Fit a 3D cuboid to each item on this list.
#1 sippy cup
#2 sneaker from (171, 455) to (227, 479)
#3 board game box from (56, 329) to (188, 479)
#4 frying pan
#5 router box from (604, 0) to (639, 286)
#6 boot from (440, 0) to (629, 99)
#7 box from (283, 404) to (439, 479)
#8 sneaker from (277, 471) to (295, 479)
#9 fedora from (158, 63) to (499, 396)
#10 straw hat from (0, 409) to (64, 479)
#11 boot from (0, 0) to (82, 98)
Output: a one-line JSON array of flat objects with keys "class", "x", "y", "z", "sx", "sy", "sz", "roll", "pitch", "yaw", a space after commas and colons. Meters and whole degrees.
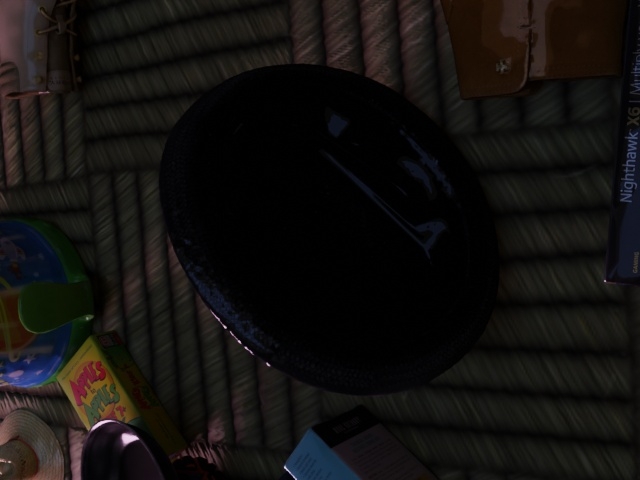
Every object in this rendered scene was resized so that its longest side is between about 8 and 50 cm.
[{"class": "sippy cup", "x": -0.453, "y": 0.091, "z": 1.115, "sx": 0.305, "sy": 0.224, "sz": 0.240, "roll": -47, "pitch": 69, "yaw": 27}, {"class": "sneaker", "x": -0.115, "y": 0.358, "z": 1.015, "sx": 0.221, "sy": 0.083, "sz": 0.087, "roll": 54, "pitch": 128, "yaw": 27}, {"class": "board game box", "x": -0.252, "y": 0.214, "z": 1.102, "sx": 0.092, "sy": 0.043, "sz": 0.181, "roll": -47, "pitch": 70, "yaw": 27}, {"class": "frying pan", "x": -0.245, "y": 0.342, "z": 1.052, "sx": 0.197, "sy": 0.053, "sz": 0.326, "roll": 54, "pitch": 131, "yaw": 25}, {"class": "router box", "x": 0.357, "y": -0.105, "z": 0.657, "sx": 0.243, "sy": 0.081, "sz": 0.308, "roll": 8, "pitch": 99, "yaw": 32}, {"class": "boot", "x": 0.125, "y": -0.232, "z": 0.784, "sx": 0.295, "sy": 0.104, "sz": 0.211, "roll": 6, "pitch": 97, "yaw": 28}, {"class": "box", "x": 0.085, "y": 0.274, "z": 0.855, "sx": 0.244, "sy": 0.100, "sz": 0.060, "roll": 42, "pitch": 115, "yaw": 23}, {"class": "sneaker", "x": -0.014, "y": 0.303, "z": 0.854, "sx": 0.086, "sy": 0.226, "sz": 0.163, "roll": -47, "pitch": 65, "yaw": 6}, {"class": "fedora", "x": 0.000, "y": 0.000, "z": 0.833, "sx": 0.334, "sy": 0.334, "sz": 0.152, "roll": 61, "pitch": 154, "yaw": 14}, {"class": "straw hat", "x": -0.426, "y": 0.308, "z": 1.214, "sx": 0.145, "sy": 0.061, "sz": 0.144, "roll": 4, "pitch": 97, "yaw": 32}, {"class": "boot", "x": -0.317, "y": -0.283, "z": 1.071, "sx": 0.262, "sy": 0.095, "sz": 0.203, "roll": -6, "pitch": 91, "yaw": 35}]
